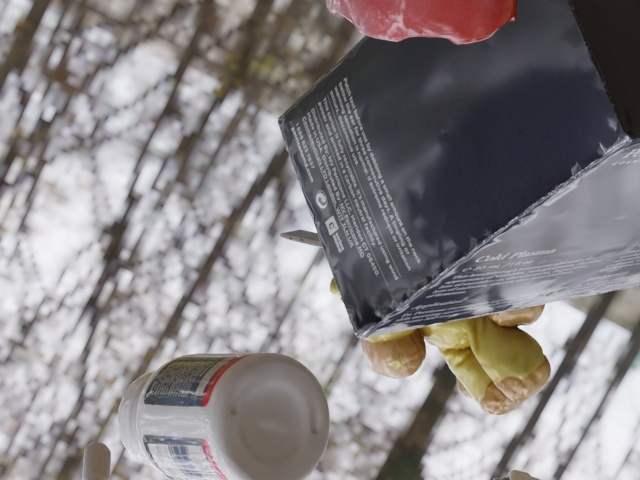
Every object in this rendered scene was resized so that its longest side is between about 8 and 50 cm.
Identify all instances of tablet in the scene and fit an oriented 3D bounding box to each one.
[{"bbox_3d":[0.000,0.000,1.582,0.054,0.006,0.083,12,-176,9],"label":"tablet"}]

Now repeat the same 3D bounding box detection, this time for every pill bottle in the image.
[{"bbox_3d":[-0.083,0.142,1.544,0.108,0.108,0.180,21,166,-31],"label":"pill bottle"}]

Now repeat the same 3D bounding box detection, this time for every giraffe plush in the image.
[{"bbox_3d":[0.106,0.070,1.880,0.171,0.210,0.181,-6,165,-19],"label":"giraffe plush"}]

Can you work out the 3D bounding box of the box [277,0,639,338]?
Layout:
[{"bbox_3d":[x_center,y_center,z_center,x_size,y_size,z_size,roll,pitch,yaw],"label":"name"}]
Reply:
[{"bbox_3d":[0.206,-0.092,1.341,0.343,0.312,0.179,-8,-109,-36],"label":"box"}]

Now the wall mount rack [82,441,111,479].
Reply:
[{"bbox_3d":[-0.253,0.215,1.154,0.350,0.304,0.130,30,161,-23],"label":"wall mount rack"}]

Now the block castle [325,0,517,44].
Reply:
[{"bbox_3d":[0.254,-0.109,0.803,0.303,0.212,0.453,-23,-143,-40],"label":"block castle"}]

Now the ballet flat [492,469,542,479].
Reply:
[{"bbox_3d":[0.233,0.374,1.962,0.139,0.139,0.400,26,-151,-10],"label":"ballet flat"}]
